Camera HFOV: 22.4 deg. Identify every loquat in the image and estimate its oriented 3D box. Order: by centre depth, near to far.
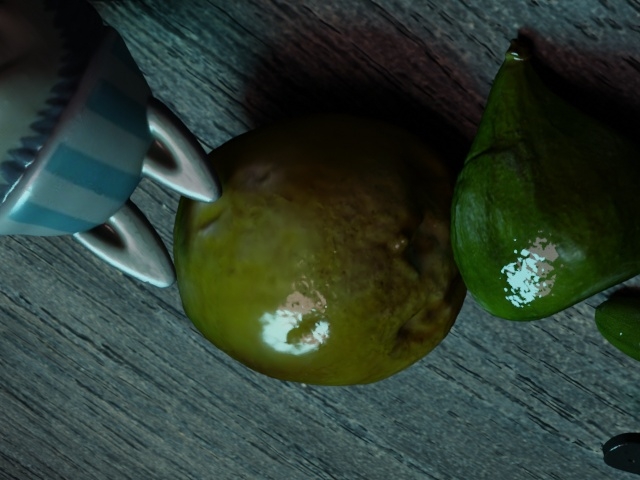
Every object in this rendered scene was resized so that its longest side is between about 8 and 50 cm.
[{"bbox_3d":[0.000,0.000,1.532,0.284,0.276,0.276,23,153,53],"label":"loquat"}]

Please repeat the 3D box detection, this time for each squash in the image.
[{"bbox_3d":[0.384,0.101,1.546,0.258,0.069,0.069,10,140,25],"label":"squash"}]

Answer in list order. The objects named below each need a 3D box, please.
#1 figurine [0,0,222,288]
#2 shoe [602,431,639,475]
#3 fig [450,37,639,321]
[{"bbox_3d":[-0.290,-0.076,1.459,0.378,0.266,0.361,50,157,-4],"label":"figurine"},{"bbox_3d":[0.376,0.222,1.715,0.179,0.049,0.071,17,138,-23],"label":"shoe"},{"bbox_3d":[0.191,-0.055,1.425,0.203,0.203,0.235,-28,87,49],"label":"fig"}]
